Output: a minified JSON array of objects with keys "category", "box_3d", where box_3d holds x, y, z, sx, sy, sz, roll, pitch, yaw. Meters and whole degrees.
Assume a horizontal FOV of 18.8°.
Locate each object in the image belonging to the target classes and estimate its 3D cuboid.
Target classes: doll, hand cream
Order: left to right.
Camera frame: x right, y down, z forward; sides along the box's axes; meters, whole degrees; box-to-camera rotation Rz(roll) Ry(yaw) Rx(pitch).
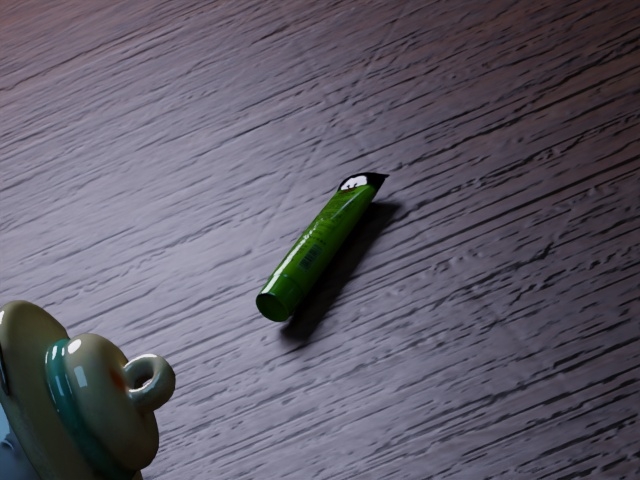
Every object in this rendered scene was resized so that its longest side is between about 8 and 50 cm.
[{"category":"doll","box_3d":[-0.220,0.116,0.990,0.271,0.144,0.208,11,56,38]},{"category":"hand cream","box_3d":[0.000,0.000,1.112,0.036,0.023,0.122,-13,31,41]}]
